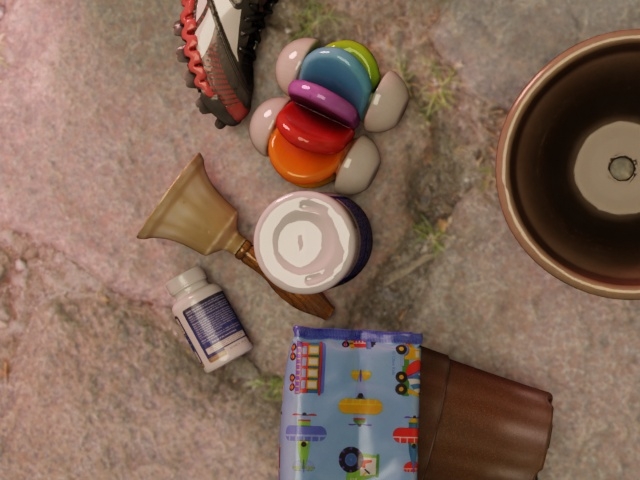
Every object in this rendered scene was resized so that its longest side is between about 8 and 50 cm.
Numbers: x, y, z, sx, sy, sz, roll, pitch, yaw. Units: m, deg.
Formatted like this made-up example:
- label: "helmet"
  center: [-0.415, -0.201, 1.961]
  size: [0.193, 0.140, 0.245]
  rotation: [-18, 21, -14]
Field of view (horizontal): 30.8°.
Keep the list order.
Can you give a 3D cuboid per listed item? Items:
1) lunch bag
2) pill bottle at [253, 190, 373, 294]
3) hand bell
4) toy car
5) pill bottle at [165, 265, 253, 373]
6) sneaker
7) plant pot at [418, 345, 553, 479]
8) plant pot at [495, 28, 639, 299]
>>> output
- label: "lunch bag"
  center: [0.004, 0.218, 1.267]
  size: [0.138, 0.293, 0.220]
  rotation: [4, 80, -12]
- label: "pill bottle"
  center: [0.000, 0.000, 1.309]
  size: [0.112, 0.187, 0.111]
  rotation: [0, 92, 12]
- label: "hand bell"
  center: [-0.084, 0.015, 1.386]
  size: [0.242, 0.126, 0.126]
  rotation: [36, 98, -4]
- label: "toy car"
  center: [0.003, -0.146, 1.330]
  size: [0.159, 0.136, 0.182]
  rotation: [26, 97, 10]
- label: "pill bottle"
  center: [-0.137, 0.094, 1.402]
  size: [0.067, 0.067, 0.120]
  rotation: [-30, 86, 11]
- label: "sneaker"
  center: [-0.102, -0.273, 1.367]
  size: [0.135, 0.098, 0.276]
  rotation: [-8, 89, 14]
- label: "plant pot"
  center: [0.166, 0.213, 1.303]
  size: [0.165, 0.167, 0.166]
  rotation: [14, 95, 4]
- label: "plant pot"
  center: [0.321, -0.074, 1.219]
  size: [0.263, 0.229, 0.262]
  rotation: [0, 91, 11]
